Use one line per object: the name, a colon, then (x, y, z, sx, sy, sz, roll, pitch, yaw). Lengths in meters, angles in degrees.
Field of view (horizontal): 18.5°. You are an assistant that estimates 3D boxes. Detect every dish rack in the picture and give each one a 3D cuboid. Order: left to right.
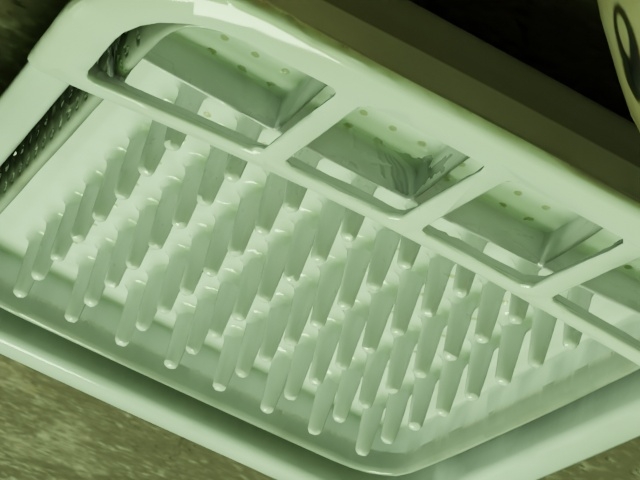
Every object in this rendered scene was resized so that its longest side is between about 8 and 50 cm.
dish rack: (0.000, 0.000, 0.765, 0.285, 0.072, 0.333, 26, 150, -17)

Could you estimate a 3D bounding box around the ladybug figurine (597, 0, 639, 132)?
ladybug figurine: (0.253, -0.002, 0.392, 0.449, 0.162, 0.305, 25, 138, 3)
